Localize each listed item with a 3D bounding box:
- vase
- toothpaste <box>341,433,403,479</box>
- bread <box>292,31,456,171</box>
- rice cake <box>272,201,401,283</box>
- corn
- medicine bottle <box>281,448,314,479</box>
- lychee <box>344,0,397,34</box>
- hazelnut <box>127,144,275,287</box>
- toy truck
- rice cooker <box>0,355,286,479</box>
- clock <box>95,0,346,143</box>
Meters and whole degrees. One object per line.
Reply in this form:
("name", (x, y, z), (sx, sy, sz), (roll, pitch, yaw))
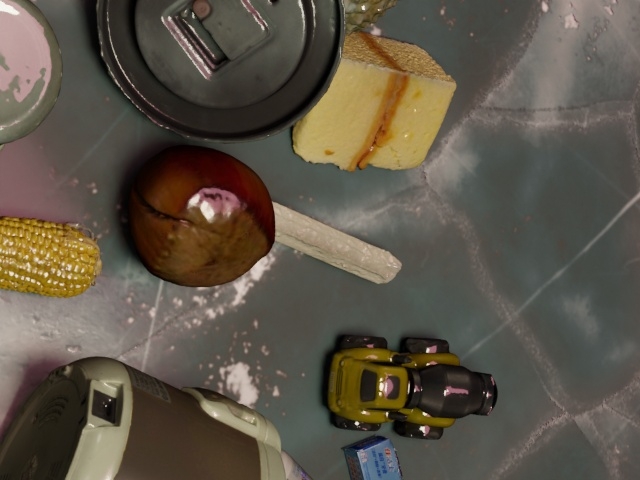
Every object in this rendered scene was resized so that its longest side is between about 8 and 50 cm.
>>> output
("vase", (-0.427, -0.195, 1.599), (0.245, 0.291, 0.245), (2, 85, -31))
("toothpaste", (0.099, 0.424, 2.019), (0.066, 0.053, 0.272), (-17, 98, -25))
("bread", (0.055, -0.203, 2.026), (0.240, 0.135, 0.178), (7, 119, -30))
("rice cake", (0.000, 0.000, 1.972), (0.256, 0.057, 0.052), (23, 95, -28))
("corn", (-0.412, 0.011, 1.708), (0.293, 0.106, 0.106), (9, 84, -30))
("medicine bottle", (-0.032, 0.386, 1.910), (0.191, 0.107, 0.107), (48, 67, -20))
("lychee", (0.033, -0.426, 1.905), (0.255, 0.255, 0.274), (11, 112, -29))
("hazelnut", (-0.164, -0.044, 1.820), (0.208, 0.208, 0.208), (1, 88, -30))
("toy truck", (0.129, 0.211, 1.975), (0.224, 0.165, 0.147), (8, 85, -29))
("rice cooker", (-0.219, 0.328, 1.681), (0.325, 0.335, 0.335), (29, 75, -26))
("clock", (-0.128, -0.286, 1.798), (0.325, 0.067, 0.325), (1, 112, 2))
